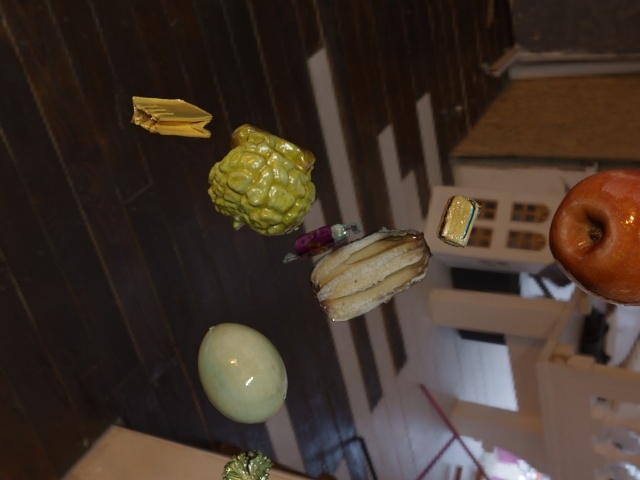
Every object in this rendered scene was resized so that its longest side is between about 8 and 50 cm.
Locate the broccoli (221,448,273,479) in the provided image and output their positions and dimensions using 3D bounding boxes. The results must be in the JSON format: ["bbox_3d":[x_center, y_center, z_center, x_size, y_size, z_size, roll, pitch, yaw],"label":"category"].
[{"bbox_3d":[-0.140,0.567,1.862,0.118,0.204,0.122,-47,142,9],"label":"broccoli"}]

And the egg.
[{"bbox_3d":[-0.108,0.179,1.141,0.114,0.152,0.114,-30,156,-15],"label":"egg"}]

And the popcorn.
[{"bbox_3d":[-0.105,-0.127,1.718,0.251,0.205,0.237,-54,127,-35],"label":"popcorn"}]

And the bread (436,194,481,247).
[{"bbox_3d":[0.286,-0.041,1.731,0.053,0.072,0.106,84,28,-70],"label":"bread"}]

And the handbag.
[{"bbox_3d":[-0.150,-0.123,0.833,0.061,0.083,0.027,-2,109,-31],"label":"handbag"}]

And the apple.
[{"bbox_3d":[0.548,-0.005,1.515,0.206,0.272,0.252,-4,128,-24],"label":"apple"}]

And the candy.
[{"bbox_3d":[0.000,0.000,1.425,0.045,0.175,0.043,12,61,-52],"label":"candy"}]

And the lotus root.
[{"bbox_3d":[0.107,0.063,1.856,0.329,0.078,0.167,-20,98,-31],"label":"lotus root"}]
